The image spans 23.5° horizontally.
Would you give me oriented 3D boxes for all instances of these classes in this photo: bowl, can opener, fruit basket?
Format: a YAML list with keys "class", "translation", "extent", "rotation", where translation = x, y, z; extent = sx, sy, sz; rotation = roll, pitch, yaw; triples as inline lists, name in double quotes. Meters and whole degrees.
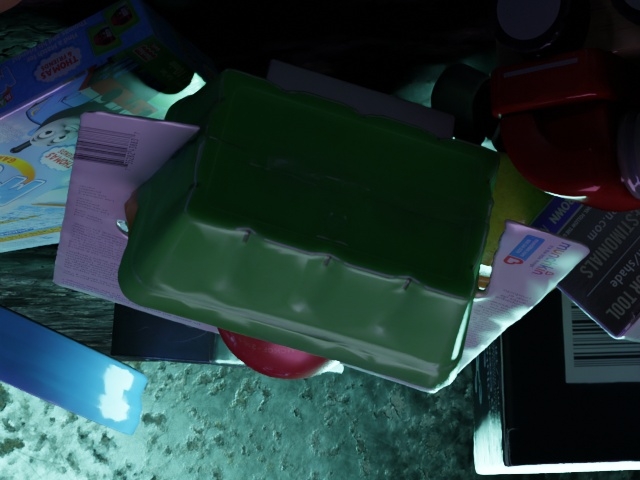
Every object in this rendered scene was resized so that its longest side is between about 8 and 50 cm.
- class: "bowl"
  translation: [-0.384, 0.117, 1.827]
  extent: [0.391, 0.077, 0.391]
  rotation: [24, 172, 4]
- class: "can opener"
  translation: [0.154, -0.092, 1.238]
  extent: [0.095, 0.076, 0.283]
  rotation: [29, 179, 15]
- class: "fruit basket"
  translation: [-0.020, 0.011, 1.092]
  extent: [0.327, 0.165, 0.353]
  rotation: [16, 163, -6]

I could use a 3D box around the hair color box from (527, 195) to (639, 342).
- class: "hair color box"
  translation: [0.274, -0.019, 1.188]
  extent: [0.185, 0.110, 0.339]
  rotation: [-50, 164, 8]

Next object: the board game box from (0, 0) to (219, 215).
- class: "board game box"
  translation: [-0.182, -0.081, 1.034]
  extent: [0.211, 0.039, 0.160]
  rotation: [-26, 166, 9]

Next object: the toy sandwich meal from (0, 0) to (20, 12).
- class: "toy sandwich meal"
  translation: [-0.208, -0.148, 0.879]
  extent: [0.085, 0.029, 0.085]
  rotation: [-13, 173, -2]

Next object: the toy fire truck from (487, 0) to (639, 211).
- class: "toy fire truck"
  translation: [0.228, -0.046, 0.921]
  extent: [0.217, 0.246, 0.158]
  rotation: [-9, 168, 33]

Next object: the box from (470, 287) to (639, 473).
- class: "box"
  translation: [0.278, 0.101, 1.673]
  extent: [0.211, 0.294, 0.395]
  rotation: [-2, 170, 2]

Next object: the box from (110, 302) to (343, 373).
- class: "box"
  translation: [-0.105, 0.084, 1.887]
  extent: [0.165, 0.143, 0.270]
  rotation: [0, 174, 35]

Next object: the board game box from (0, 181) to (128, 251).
- class: "board game box"
  translation: [-0.303, -0.052, 1.301]
  extent: [0.318, 0.066, 0.318]
  rotation: [-8, 168, 31]

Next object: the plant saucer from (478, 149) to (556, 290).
- class: "plant saucer"
  translation: [0.060, -0.023, 1.276]
  extent: [0.332, 0.081, 0.333]
  rotation: [11, 174, 17]
